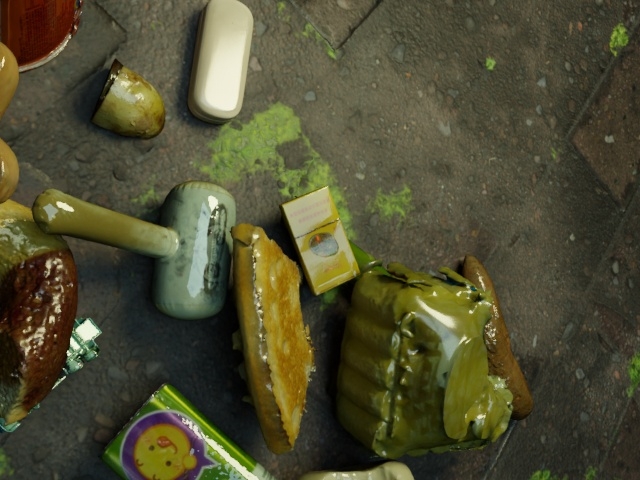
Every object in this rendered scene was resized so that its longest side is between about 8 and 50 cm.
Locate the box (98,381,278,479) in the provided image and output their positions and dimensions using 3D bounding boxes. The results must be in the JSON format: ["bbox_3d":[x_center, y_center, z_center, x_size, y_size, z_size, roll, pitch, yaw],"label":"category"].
[{"bbox_3d":[-0.125,0.355,0.843,0.345,0.097,0.134,41,77,4],"label":"box"}]

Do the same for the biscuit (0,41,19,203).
[{"bbox_3d":[-0.474,-0.080,0.704,0.275,0.052,0.355,24,90,14],"label":"biscuit"}]

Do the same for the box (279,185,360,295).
[{"bbox_3d":[0.000,0.000,0.997,0.086,0.023,0.155,-24,100,-22],"label":"box"}]

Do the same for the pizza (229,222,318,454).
[{"bbox_3d":[-0.077,0.133,0.924,0.089,0.223,0.324,-8,92,13],"label":"pizza"}]

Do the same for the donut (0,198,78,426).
[{"bbox_3d":[-0.363,0.055,0.767,0.151,0.112,0.295,-17,74,-45],"label":"donut"}]

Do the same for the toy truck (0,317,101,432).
[{"bbox_3d":[-0.371,0.170,0.821,0.067,0.081,0.175,55,45,-14],"label":"toy truck"}]

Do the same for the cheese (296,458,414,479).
[{"bbox_3d":[-0.001,0.393,0.952,0.286,0.163,0.082,-4,70,-14],"label":"cheese"}]

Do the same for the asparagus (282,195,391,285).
[{"bbox_3d":[0.046,0.033,1.057,0.277,0.060,0.067,38,79,-20],"label":"asparagus"}]

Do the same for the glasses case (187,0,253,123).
[{"bbox_3d":[-0.157,-0.283,0.983,0.083,0.050,0.197,13,79,-29],"label":"glasses case"}]

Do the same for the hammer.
[{"bbox_3d":[-0.239,-0.003,0.828,0.305,0.113,0.202,17,73,-53],"label":"hammer"}]

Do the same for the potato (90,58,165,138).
[{"bbox_3d":[-0.267,-0.200,0.908,0.103,0.066,0.096,21,79,-27],"label":"potato"}]

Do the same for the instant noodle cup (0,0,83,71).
[{"bbox_3d":[-0.412,-0.354,0.770,0.250,0.192,0.251,3,84,-28],"label":"instant noodle cup"}]

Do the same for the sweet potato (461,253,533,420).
[{"bbox_3d":[0.314,0.197,1.173,0.114,0.092,0.342,-28,99,-53],"label":"sweet potato"}]

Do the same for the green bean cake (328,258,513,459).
[{"bbox_3d":[0.192,0.198,1.003,0.284,0.202,0.310,2,102,-28],"label":"green bean cake"}]
